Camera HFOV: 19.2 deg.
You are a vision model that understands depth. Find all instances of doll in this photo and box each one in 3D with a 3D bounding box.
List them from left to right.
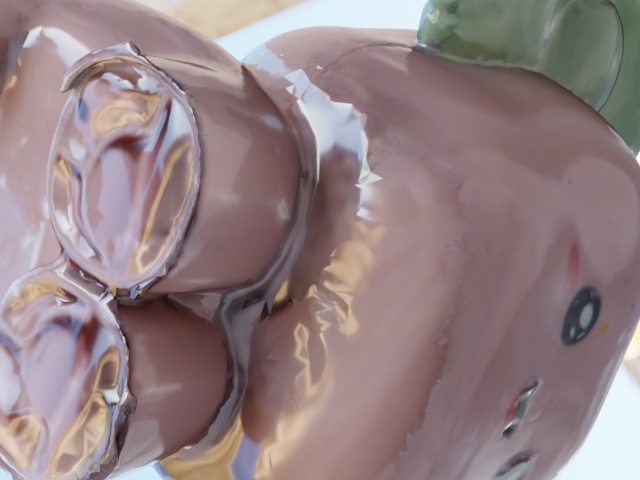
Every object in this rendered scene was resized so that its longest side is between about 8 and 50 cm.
[{"bbox_3d":[0.000,0.000,0.635,0.216,0.284,0.268,34,-161,35],"label":"doll"}]
